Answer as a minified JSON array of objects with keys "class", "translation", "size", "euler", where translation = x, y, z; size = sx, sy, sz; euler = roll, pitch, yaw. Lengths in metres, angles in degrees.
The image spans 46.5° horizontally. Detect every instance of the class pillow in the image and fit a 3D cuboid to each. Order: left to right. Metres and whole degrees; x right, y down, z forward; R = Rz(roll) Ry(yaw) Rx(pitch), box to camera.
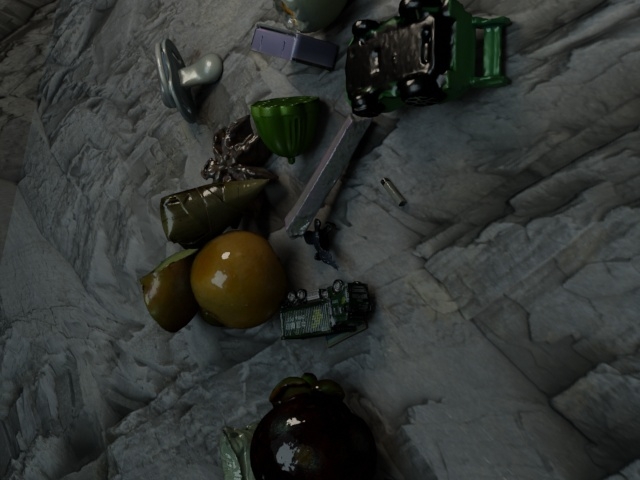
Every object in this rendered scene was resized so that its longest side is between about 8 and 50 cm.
[{"class":"pillow","translation":[-0.147,0.595,1.822],"size":[0.138,0.283,0.309],"euler":[-18,73,20]}]

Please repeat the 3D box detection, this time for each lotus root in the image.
[{"class":"lotus root","translation":[-0.081,-0.277,1.908],"size":[0.186,0.186,0.186],"euler":[-4,84,47]}]

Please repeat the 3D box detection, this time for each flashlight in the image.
[{"class":"flashlight","translation":[0.166,-0.112,1.712],"size":[0.018,0.018,0.083],"euler":[-57,49,30]}]

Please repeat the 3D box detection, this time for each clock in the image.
[{"class":"clock","translation":[-0.070,-0.494,1.905],"size":[0.193,0.145,0.073],"euler":[29,109,44]}]

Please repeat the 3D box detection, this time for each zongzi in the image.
[{"class":"zongzi","translation":[-0.265,-0.076,2.002],"size":[0.274,0.300,0.145],"euler":[87,161,-81]}]

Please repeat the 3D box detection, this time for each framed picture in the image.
[{"class":"framed picture","translation":[0.051,0.189,1.824],"size":[0.149,0.011,0.109],"euler":[-34,63,41]}]

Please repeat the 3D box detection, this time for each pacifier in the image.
[{"class":"pacifier","translation":[-0.396,-0.505,2.271],"size":[0.207,0.227,0.278],"euler":[-16,72,5]}]

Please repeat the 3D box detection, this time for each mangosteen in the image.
[{"class":"mangosteen","translation":[-0.017,0.469,1.686],"size":[0.311,0.311,0.311],"euler":[-4,84,47]}]

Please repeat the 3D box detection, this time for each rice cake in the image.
[{"class":"rice cake","translation":[0.011,-0.158,1.817],"size":[0.364,0.056,0.072],"euler":[-58,19,19]}]

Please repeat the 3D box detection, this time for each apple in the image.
[{"class":"apple","translation":[-0.418,0.125,2.185],"size":[0.254,0.179,0.346],"euler":[-63,3,10]}]

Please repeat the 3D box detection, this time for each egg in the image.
[{"class":"egg","translation":[-0.012,-0.625,1.829],"size":[0.217,0.183,0.183],"euler":[-45,48,-6]}]

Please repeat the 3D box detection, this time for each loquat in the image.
[{"class":"loquat","translation":[-0.204,0.101,1.929],"size":[0.263,0.263,0.262],"euler":[-4,84,47]}]

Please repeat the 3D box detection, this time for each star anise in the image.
[{"class":"star anise","translation":[-0.238,-0.192,2.090],"size":[0.332,0.118,0.331],"euler":[3,94,51]}]

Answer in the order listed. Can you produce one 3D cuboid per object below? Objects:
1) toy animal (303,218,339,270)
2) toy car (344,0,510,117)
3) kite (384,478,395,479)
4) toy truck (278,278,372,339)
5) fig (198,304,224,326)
[{"class":"toy animal","translation":[0.000,0.000,1.853],"size":[0.220,0.062,0.107],"euler":[50,126,53]},{"class":"toy car","translation":[0.206,-0.380,1.583],"size":[0.359,0.177,0.213],"euler":[-6,82,51]},{"class":"kite","translation":[0.162,0.573,1.681],"size":[0.044,0.002,0.078],"euler":[-36,61,40]},{"class":"toy truck","translation":[0.008,0.169,1.801],"size":[0.259,0.088,0.121],"euler":[-17,74,47]},{"class":"fig","translation":[-0.270,0.129,2.114],"size":[0.124,0.124,0.236],"euler":[11,84,48]}]
